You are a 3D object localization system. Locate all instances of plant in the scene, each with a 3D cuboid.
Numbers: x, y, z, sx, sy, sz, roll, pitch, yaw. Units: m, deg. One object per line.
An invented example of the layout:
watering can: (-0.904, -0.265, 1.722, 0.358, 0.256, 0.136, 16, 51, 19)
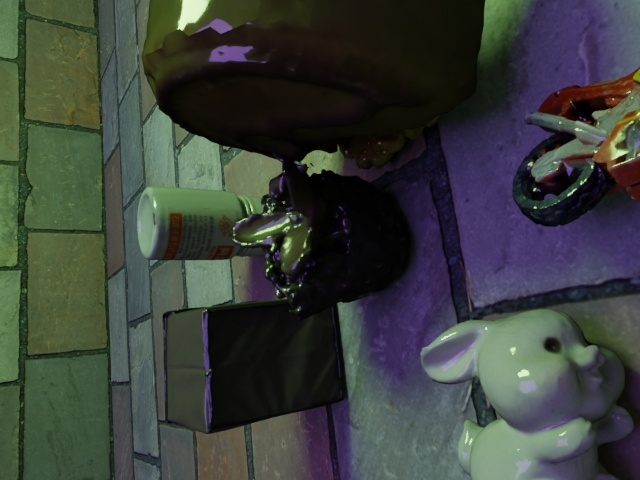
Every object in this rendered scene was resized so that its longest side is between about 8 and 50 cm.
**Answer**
plant: (0.000, 0.000, 0.709, 0.204, 0.234, 0.178, -45, 58, 38)

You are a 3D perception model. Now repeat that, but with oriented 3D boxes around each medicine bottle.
medicine bottle: (-0.220, -0.032, 1.006, 0.145, 0.252, 0.144, 6, 97, 57)

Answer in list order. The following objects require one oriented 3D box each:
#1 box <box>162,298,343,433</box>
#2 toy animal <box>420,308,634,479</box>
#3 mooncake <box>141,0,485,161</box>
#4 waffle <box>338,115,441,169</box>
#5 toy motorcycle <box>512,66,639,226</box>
box: (-0.106, 0.190, 0.827, 0.153, 0.253, 0.188, -19, 72, 53)
toy animal: (0.198, 0.168, 0.497, 0.179, 0.128, 0.192, -24, 71, 55)
mooncake: (-0.014, -0.235, 0.633, 0.394, 0.394, 0.245, 26, -114, -83)
waffle: (0.085, -0.258, 0.736, 0.281, 0.058, 0.300, -52, 48, 40)
toy motorcycle: (0.281, -0.106, 0.383, 0.298, 0.089, 0.171, -26, 39, 55)
